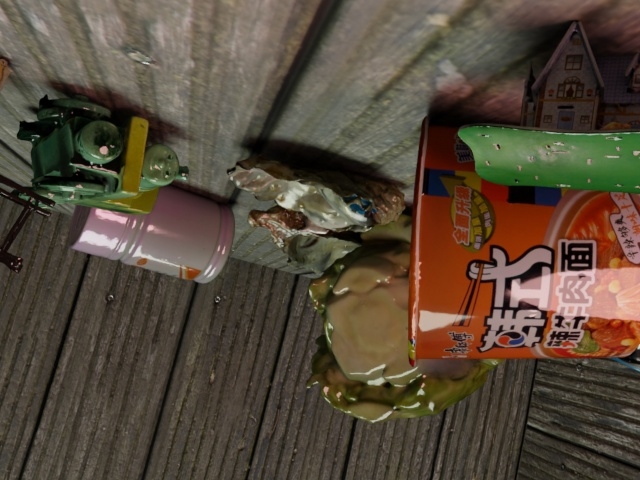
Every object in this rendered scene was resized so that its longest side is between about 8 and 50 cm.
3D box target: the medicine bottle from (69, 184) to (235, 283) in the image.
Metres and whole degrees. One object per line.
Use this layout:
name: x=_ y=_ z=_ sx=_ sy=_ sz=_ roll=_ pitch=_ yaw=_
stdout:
medicine bottle: x=-0.375 y=-0.034 z=1.238 sx=0.316 sy=0.202 sz=0.202 roll=20 pitch=169 yaw=-32

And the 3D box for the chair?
chair: x=-0.481 y=-0.060 z=0.723 sx=0.229 sy=0.113 sz=0.106 roll=31 pitch=158 yaw=-22

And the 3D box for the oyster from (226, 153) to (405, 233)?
oyster: x=-0.013 y=-0.074 z=0.811 sx=0.214 sy=0.083 sz=0.223 roll=2 pitch=160 yaw=41

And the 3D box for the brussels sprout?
brussels sprout: x=0.186 y=0.141 z=1.053 sx=0.342 sy=0.425 sz=0.361 roll=54 pitch=-149 yaw=16

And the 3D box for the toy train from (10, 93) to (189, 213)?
toy train: x=-0.340 y=-0.117 z=0.870 sx=0.237 sy=0.150 sz=0.369 roll=9 pitch=176 yaw=-36

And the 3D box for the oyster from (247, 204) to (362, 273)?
oyster: x=0.018 y=-0.007 z=1.211 sx=0.204 sy=0.111 sz=0.396 roll=-9 pitch=163 yaw=21

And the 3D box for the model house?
model house: x=0.190 y=-0.089 z=0.364 sx=0.167 sy=0.088 sz=0.117 roll=7 pitch=169 yaw=29

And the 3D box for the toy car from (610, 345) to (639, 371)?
toy car: x=0.442 y=0.082 z=0.761 sx=0.190 sy=0.188 sz=0.255 roll=19 pitch=-178 yaw=44

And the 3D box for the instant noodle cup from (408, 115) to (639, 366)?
instant noodle cup: x=0.191 y=0.008 z=0.534 sx=0.192 sy=0.250 sz=0.250 roll=4 pitch=169 yaw=12

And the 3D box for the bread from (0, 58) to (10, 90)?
bread: x=-0.463 y=-0.191 z=0.678 sx=0.125 sy=0.106 sz=0.082 roll=19 pitch=169 yaw=-19
